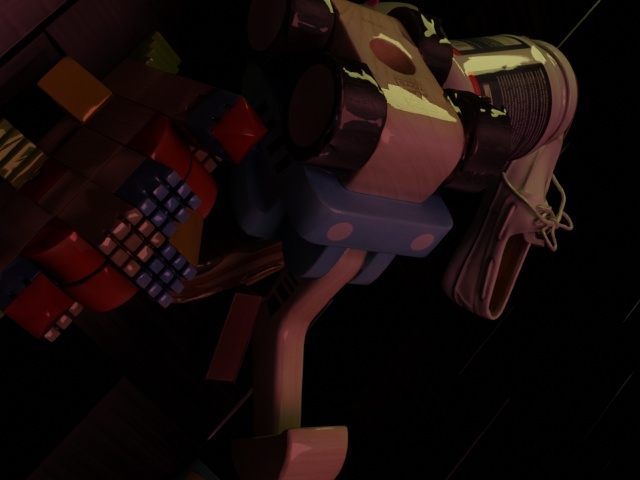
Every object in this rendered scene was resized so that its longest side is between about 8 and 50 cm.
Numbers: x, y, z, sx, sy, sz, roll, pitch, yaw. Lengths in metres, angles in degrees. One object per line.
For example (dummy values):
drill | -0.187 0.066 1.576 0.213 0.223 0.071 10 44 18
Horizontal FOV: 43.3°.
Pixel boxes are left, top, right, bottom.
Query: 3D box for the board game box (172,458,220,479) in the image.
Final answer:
board game box | -0.204 0.528 1.197 0.254 0.079 0.336 -37 129 -24

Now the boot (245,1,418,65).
boot | 0.021 -0.228 1.071 0.258 0.095 0.123 -23 129 -23

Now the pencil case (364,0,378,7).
pencil case | 0.031 -0.385 1.004 0.209 0.095 0.098 28 104 -43

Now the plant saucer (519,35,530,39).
plant saucer | 0.341 -0.303 1.364 0.083 0.015 0.083 -18 119 -36

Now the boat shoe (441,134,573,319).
boat shoe | 0.345 -0.029 1.357 0.136 0.156 0.367 14 107 -46

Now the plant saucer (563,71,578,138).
plant saucer | 0.369 -0.217 1.399 0.199 0.036 0.198 -22 130 -30

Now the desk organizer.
desk organizer | -0.129 0.126 1.112 0.050 0.047 0.130 14 98 -42

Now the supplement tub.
supplement tub | 0.225 -0.201 1.182 0.272 0.191 0.191 -15 117 -36

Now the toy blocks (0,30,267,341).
toy blocks | -0.209 -0.034 0.819 0.381 0.261 0.190 -49 133 -14

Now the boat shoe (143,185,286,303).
boat shoe | -0.095 -0.005 1.051 0.324 0.122 0.120 -16 149 -34

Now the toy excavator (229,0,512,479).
toy excavator | 0.000 0.000 0.903 0.222 0.433 0.445 6 136 -34
